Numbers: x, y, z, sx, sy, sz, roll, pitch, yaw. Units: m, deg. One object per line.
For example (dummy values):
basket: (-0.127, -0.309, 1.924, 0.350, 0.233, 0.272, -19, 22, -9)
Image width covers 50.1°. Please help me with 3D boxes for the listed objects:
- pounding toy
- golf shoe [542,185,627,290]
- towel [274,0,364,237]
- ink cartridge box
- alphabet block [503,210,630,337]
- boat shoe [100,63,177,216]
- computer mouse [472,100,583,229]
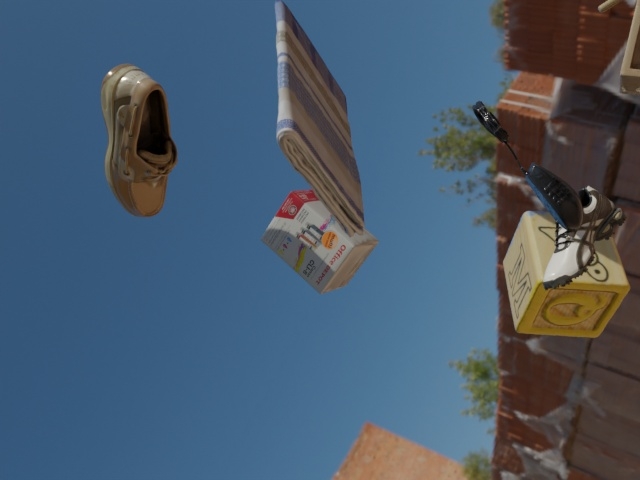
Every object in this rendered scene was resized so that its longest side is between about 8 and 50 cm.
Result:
pounding toy: (0.535, -0.339, 1.085, 0.094, 0.181, 0.206, 22, -98, -65)
golf shoe: (0.402, -0.005, 1.103, 0.198, 0.094, 0.077, -46, 7, -24)
towel: (-0.007, -0.164, 0.910, 0.209, 0.034, 0.285, 50, -154, -45)
ink cartridge box: (0.000, 0.000, 1.382, 0.128, 0.176, 0.127, -56, -18, 20)
alphabet block: (0.519, 0.073, 1.475, 0.193, 0.192, 0.197, 93, -179, -49)
boat shoe: (-0.341, -0.165, 1.321, 0.121, 0.110, 0.341, -41, -31, -35)
computer mouse: (0.300, -0.116, 0.984, 0.041, 0.242, 0.071, -36, -19, 10)
